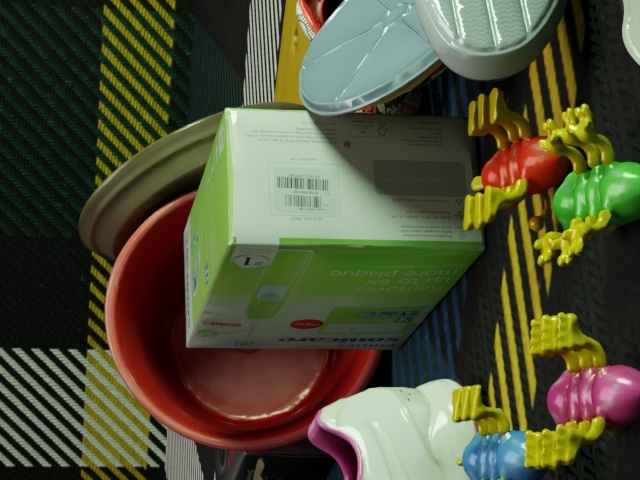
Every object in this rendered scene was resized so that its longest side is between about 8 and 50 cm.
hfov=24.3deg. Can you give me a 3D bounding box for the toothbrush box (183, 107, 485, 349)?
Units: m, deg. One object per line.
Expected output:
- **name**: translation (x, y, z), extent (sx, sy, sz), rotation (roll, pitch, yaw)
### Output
- **toothbrush box**: translation (0.000, 0.000, 1.276), extent (0.283, 0.206, 0.122), rotation (123, 147, -67)

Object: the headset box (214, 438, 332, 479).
- **headset box**: translation (-0.063, 0.195, 1.787), extent (0.218, 0.110, 0.293), rotation (111, 157, -57)

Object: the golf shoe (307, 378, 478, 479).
- **golf shoe**: translation (0.061, 0.251, 1.104), extent (0.115, 0.140, 0.306), rotation (113, 154, -57)

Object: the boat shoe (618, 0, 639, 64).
- **boat shoe**: translation (0.184, -0.127, 0.811), extent (0.046, 0.038, 0.125), rotation (-36, 43, 19)

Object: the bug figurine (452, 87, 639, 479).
- **bug figurine**: translation (0.140, 0.041, 0.916), extent (0.216, 0.072, 0.279), rotation (161, 116, -71)

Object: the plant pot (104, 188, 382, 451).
- **plant pot**: translation (-0.075, 0.091, 1.547), extent (0.243, 0.275, 0.275), rotation (99, 171, -79)

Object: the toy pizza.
- **toy pizza**: translation (0.067, -0.166, 1.156), extent (0.201, 0.032, 0.201), rotation (-32, 29, 21)

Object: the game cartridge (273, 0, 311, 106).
- **game cartridge**: translation (0.007, -0.199, 1.684), extent (0.323, 0.053, 0.285), rotation (-112, 27, -58)

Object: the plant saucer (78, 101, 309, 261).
- **plant saucer**: translation (-0.117, -0.049, 1.545), extent (0.041, 0.278, 0.278), rotation (61, 157, 19)

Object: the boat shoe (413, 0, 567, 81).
- **boat shoe**: translation (0.120, -0.215, 1.039), extent (0.094, 0.109, 0.302), rotation (82, -170, -52)

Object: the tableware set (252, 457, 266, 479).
- **tableware set**: translation (-0.044, 0.335, 1.657), extent (0.128, 0.039, 0.194), rotation (40, 149, 16)

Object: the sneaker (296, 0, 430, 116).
- **sneaker**: translation (0.025, -0.213, 1.351), extent (0.270, 0.090, 0.145), rotation (-108, -7, -46)
